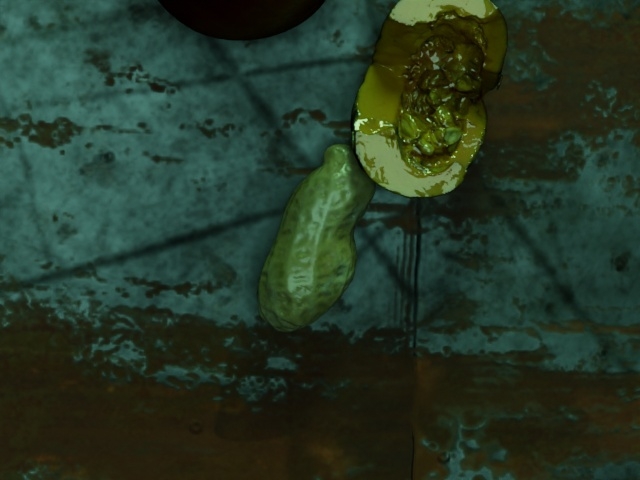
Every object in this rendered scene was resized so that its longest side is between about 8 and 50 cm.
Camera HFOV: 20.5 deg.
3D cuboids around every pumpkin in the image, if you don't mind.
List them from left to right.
[{"bbox_3d":[0.095,-0.132,1.536,0.119,0.107,0.183,19,99,-5],"label":"pumpkin"}]

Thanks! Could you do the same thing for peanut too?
[{"bbox_3d":[0.000,0.000,1.556,0.080,0.080,0.174,22,91,-8],"label":"peanut"}]

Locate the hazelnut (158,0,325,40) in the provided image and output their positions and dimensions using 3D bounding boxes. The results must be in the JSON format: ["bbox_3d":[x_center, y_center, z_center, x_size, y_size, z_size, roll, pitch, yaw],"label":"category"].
[{"bbox_3d":[-0.058,-0.294,1.463,0.217,0.217,0.251,-8,73,-5],"label":"hazelnut"}]
